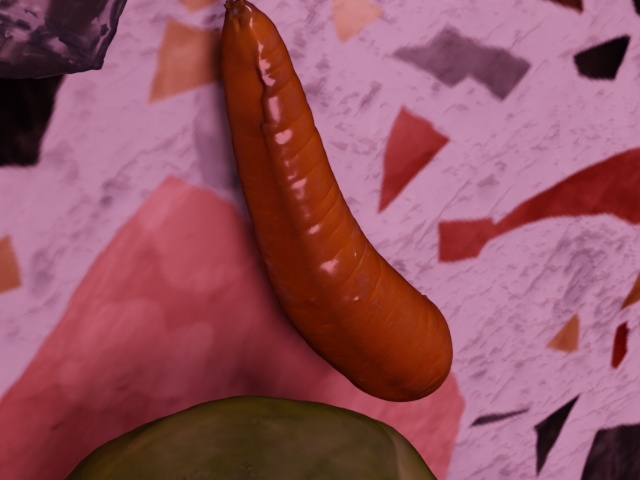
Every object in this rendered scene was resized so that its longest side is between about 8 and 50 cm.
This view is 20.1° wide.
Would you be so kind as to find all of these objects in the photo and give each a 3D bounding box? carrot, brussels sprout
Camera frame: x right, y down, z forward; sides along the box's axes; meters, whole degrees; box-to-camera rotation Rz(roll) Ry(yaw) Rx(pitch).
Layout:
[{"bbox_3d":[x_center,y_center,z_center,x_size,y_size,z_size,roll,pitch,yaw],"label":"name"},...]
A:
[{"bbox_3d":[0.000,0.000,0.854,0.066,0.062,0.271,-21,135,14],"label":"carrot"},{"bbox_3d":[-0.034,0.204,0.861,0.219,0.210,0.271,3,132,-38],"label":"brussels sprout"}]

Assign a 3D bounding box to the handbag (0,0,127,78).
[{"bbox_3d":[-0.120,-0.173,0.610,0.175,0.089,0.270,20,103,-40],"label":"handbag"}]
